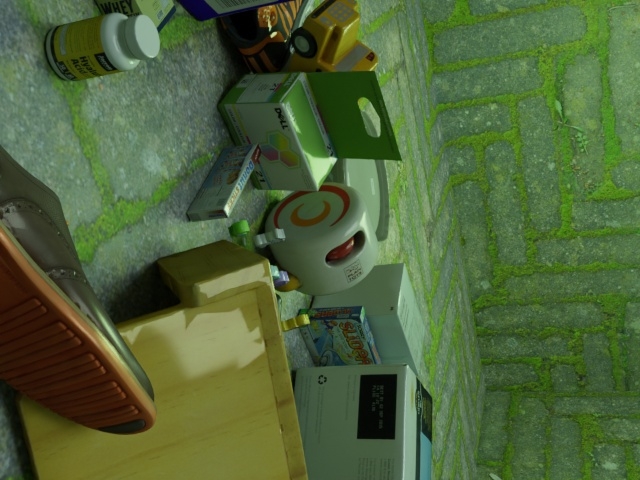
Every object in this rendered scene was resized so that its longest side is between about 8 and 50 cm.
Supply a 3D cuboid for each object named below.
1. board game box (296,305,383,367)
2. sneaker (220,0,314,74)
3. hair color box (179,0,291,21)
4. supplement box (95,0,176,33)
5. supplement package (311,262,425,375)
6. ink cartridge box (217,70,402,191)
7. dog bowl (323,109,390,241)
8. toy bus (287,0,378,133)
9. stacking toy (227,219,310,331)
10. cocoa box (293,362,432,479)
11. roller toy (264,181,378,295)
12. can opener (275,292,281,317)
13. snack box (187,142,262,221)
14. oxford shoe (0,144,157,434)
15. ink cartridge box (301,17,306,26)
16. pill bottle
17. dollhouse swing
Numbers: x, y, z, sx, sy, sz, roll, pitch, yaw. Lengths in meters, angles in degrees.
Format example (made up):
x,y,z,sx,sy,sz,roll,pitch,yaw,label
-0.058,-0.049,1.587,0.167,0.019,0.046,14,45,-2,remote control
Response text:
x,y,z,sx,sy,sz,roll,pitch,yaw,label
0.045,0.218,1.436,0.035,0.136,0.201,-70,147,-48,board game box
-0.092,-0.458,1.251,0.180,0.125,0.321,46,43,-60,sneaker
-0.125,-0.528,1.096,0.110,0.185,0.338,30,58,-66,hair color box
-0.241,-0.313,0.916,0.083,0.056,0.083,-74,151,-44,supplement box
0.105,0.175,1.522,0.149,0.194,0.203,-74,151,-45,supplement package
-0.015,-0.180,1.180,0.097,0.255,0.189,-59,140,-36,ink cartridge box
0.066,-0.123,1.622,0.349,0.102,0.348,-5,90,-70,dog bowl
0.001,-0.264,1.248,0.108,0.130,0.332,-49,172,-35,toy bus
-0.075,0.058,1.092,0.221,0.052,0.167,34,38,-79,stacking toy
0.079,0.433,1.336,0.228,0.231,0.347,52,38,-56,cocoa box
0.005,0.002,1.301,0.209,0.191,0.146,-73,151,-46,roller toy
-0.093,0.176,1.187,0.073,0.059,0.186,47,42,-59,can opener
-0.147,-0.093,1.102,0.178,0.064,0.022,-71,147,-47,snack box
-0.252,0.031,0.645,0.363,0.130,0.132,61,27,-27,oxford shoe
-0.030,-0.412,1.552,0.145,0.045,0.179,60,14,-47,ink cartridge box
-0.244,-0.221,0.800,0.065,0.116,0.065,-6,90,-69,pill bottle
-0.200,0.212,0.897,0.315,0.305,0.346,-163,-119,-67,dollhouse swing
